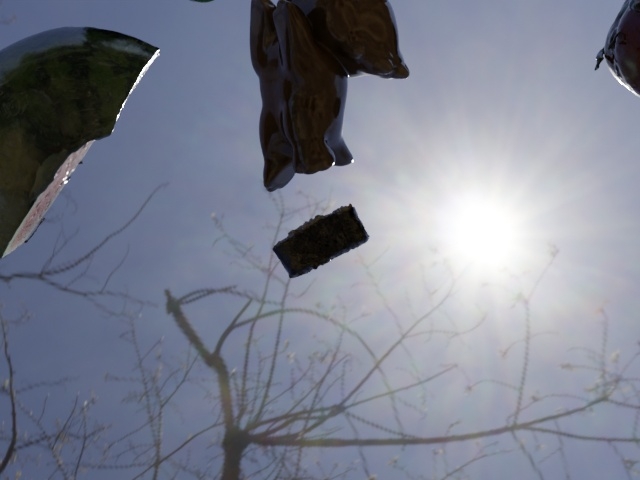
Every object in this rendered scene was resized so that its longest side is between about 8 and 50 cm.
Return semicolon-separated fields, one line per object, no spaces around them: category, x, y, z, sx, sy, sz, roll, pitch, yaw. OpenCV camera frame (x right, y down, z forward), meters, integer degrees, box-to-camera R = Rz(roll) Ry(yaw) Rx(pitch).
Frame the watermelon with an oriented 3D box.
watermelon;-0.324;-0.138;1.142;0.224;0.180;0.305;41;-86;29

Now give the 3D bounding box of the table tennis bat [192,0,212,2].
table tennis bat;-0.131;-0.448;1.409;0.039;0.160;0.257;28;-130;30

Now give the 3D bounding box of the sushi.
sushi;0.000;0.000;1.556;0.150;0.090;0.078;-29;-91;8

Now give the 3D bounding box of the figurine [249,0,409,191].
figurine;0.018;-0.197;1.131;0.173;0.177;0.247;-8;-92;-26

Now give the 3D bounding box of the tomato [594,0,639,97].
tomato;0.586;-0.339;1.479;0.239;0.303;0.303;27;-120;6
